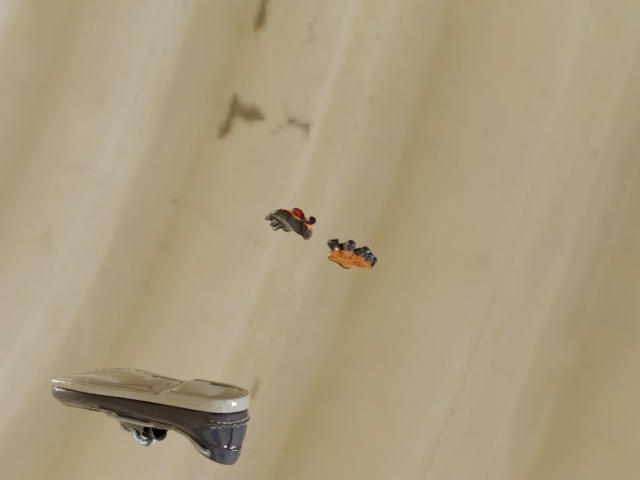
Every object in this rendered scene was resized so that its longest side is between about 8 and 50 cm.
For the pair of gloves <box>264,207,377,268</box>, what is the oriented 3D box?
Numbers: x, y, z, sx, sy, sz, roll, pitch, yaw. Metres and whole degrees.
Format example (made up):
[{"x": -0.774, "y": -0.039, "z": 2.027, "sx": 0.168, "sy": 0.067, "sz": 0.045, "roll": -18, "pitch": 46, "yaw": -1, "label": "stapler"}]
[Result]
[{"x": 0.000, "y": 0.000, "z": 1.157, "sx": 0.083, "sy": 0.010, "sz": 0.074, "roll": 30, "pitch": 168, "yaw": -12, "label": "pair of gloves"}]

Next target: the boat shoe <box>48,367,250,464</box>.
[{"x": -0.150, "y": 0.148, "z": 1.358, "sx": 0.206, "sy": 0.065, "sz": 0.075, "roll": 5, "pitch": -170, "yaw": 33, "label": "boat shoe"}]
